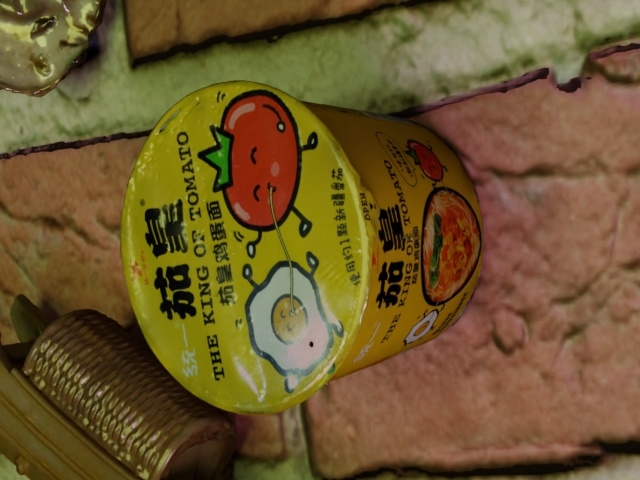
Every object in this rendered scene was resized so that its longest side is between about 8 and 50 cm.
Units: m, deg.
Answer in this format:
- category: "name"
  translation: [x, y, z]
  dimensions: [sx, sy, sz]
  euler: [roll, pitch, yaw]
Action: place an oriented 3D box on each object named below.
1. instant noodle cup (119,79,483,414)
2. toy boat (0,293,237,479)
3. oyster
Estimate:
- category: "instant noodle cup"
  translation: [0.000, 0.000, 1.119]
  dimensions: [0.182, 0.144, 0.182]
  euler: [4, 96, 40]
- category: "toy boat"
  translation: [-0.125, 0.129, 1.276]
  dimensions: [0.310, 0.089, 0.115]
  euler: [36, 113, 33]
- category: "oyster"
  translation: [-0.204, -0.268, 1.324]
  dimensions: [0.128, 0.078, 0.345]
  euler: [-4, 90, 20]
